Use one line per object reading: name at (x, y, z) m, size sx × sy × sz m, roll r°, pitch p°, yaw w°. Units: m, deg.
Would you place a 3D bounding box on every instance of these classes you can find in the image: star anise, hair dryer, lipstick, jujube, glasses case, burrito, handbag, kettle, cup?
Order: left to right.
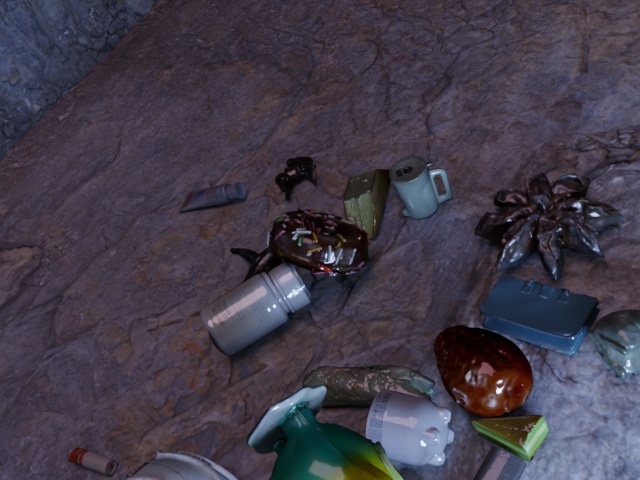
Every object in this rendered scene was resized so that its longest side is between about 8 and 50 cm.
lipstick at (-0.544, 0.524, 1.694) m, size 0.130 × 0.038 × 0.038 m, roll 6°, pitch 53°, yaw 31°
hair dryer at (-0.203, 0.070, 1.950) m, size 0.195 × 0.075 × 0.219 m, roll -50°, pitch 36°, yaw -9°
burrito at (0.102, 0.312, 1.543) m, size 0.309 × 0.066 × 0.096 m, roll -4°, pitch 53°, yaw 25°
cup at (0.172, 0.387, 1.386) m, size 0.142 × 0.134 × 0.173 m, roll 6°, pitch 52°, yaw 29°
kettle at (0.255, -0.141, 1.835) m, size 0.127 × 0.148 × 0.098 m, roll -43°, pitch 43°, yaw -13°
jujube at (0.314, 0.251, 1.427) m, size 0.168 × 0.168 × 0.236 m, roll -34°, pitch 33°, yaw -6°
glasses case at (0.303, 0.473, 1.307) m, size 0.072 × 0.042 × 0.190 m, roll 23°, pitch 63°, yaw 32°
handbag at (0.464, 0.150, 1.521) m, size 0.221 × 0.057 × 0.144 m, roll 16°, pitch 52°, yaw 39°
star anise at (0.514, -0.048, 1.636) m, size 0.331 × 0.118 × 0.332 m, roll -16°, pitch 39°, yaw 13°

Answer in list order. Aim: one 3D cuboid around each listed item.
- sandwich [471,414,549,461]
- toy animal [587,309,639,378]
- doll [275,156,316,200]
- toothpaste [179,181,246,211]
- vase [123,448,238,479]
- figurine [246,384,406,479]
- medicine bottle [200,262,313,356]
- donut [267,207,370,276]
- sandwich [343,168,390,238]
sandwich at (0.362, 0.355, 1.361) m, size 0.116 × 0.074 × 0.074 m, roll 21°, pitch 63°, yaw 41°
toy animal at (0.641, 0.157, 1.379) m, size 0.236 × 0.108 × 0.138 m, roll -36°, pitch 43°, yaw -9°
doll at (-0.078, -0.202, 2.136) m, size 0.139 × 0.057 × 0.165 m, roll -34°, pitch 34°, yaw -3°
toothpaste at (-0.340, -0.138, 2.215) m, size 0.234 × 0.057 × 0.089 m, roll -8°, pitch 44°, yaw 30°
vase at (-0.179, 0.586, 1.318) m, size 0.445 × 0.250 × 0.250 m, roll 22°, pitch 62°, yaw 35°
figurine at (0.029, 0.454, 1.300) m, size 0.231 × 0.324 × 0.340 m, roll -24°, pitch 55°, yaw -31°
medicine bottle at (-0.156, 0.165, 1.761) m, size 0.258 × 0.143 × 0.143 m, roll -31°, pitch 43°, yaw -2°
donut at (0.000, 0.000, 1.775) m, size 0.269 × 0.103 × 0.270 m, roll 10°, pitch 21°, yaw -4°
sandwich at (0.125, -0.119, 1.927) m, size 0.094 × 0.096 × 0.258 m, roll -11°, pitch 43°, yaw 26°
